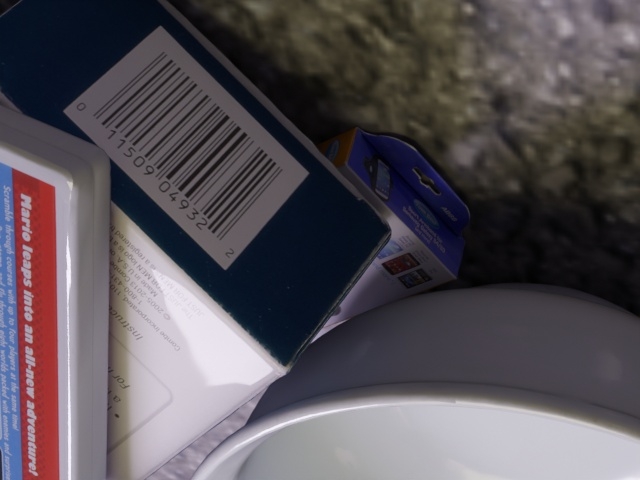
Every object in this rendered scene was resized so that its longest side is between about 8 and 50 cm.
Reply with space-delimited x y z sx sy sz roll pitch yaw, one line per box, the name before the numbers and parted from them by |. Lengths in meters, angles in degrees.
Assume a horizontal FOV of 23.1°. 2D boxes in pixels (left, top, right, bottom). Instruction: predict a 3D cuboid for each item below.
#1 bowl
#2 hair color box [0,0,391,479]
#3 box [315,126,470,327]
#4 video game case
bowl | 0.093 0.114 0.723 0.297 0.134 0.298 10 140 8
hair color box | -0.143 0.042 0.720 0.174 0.105 0.347 45 134 -5
box | 0.000 0.000 0.712 0.136 0.028 0.081 -22 126 38
video game case | -0.207 0.002 0.640 0.285 0.025 0.204 24 130 22
